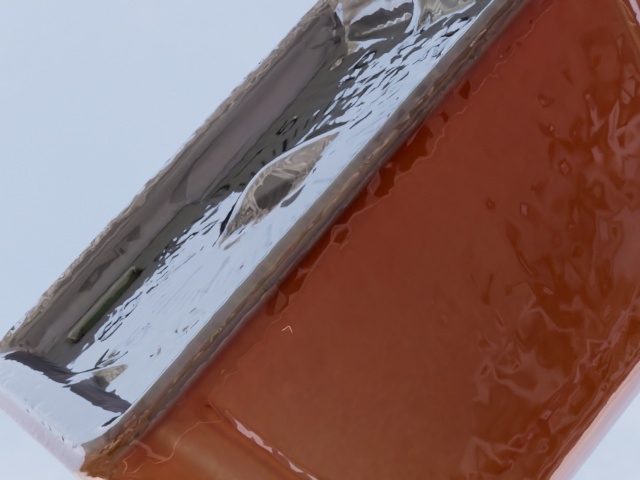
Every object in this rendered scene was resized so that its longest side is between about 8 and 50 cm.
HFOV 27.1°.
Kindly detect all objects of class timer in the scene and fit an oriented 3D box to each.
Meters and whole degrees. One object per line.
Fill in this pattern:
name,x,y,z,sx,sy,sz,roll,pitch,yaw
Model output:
timer,0.000,0.000,0.519,0.257,0.250,0.161,-49,-58,-14
